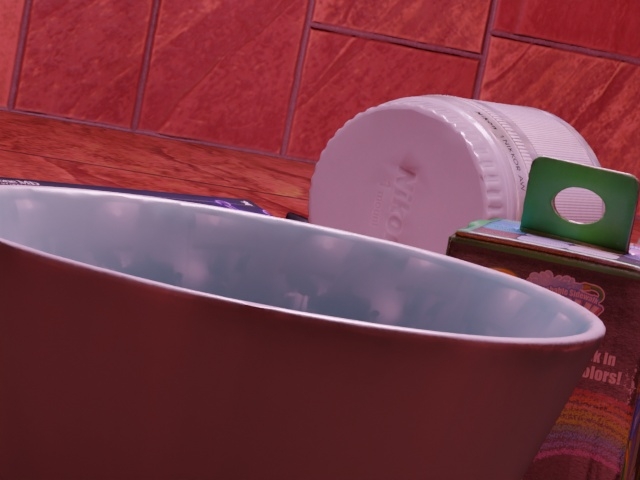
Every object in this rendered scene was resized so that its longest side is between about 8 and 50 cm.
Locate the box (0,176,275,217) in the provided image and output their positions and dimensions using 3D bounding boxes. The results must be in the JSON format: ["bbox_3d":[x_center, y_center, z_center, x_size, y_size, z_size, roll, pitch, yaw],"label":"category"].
[{"bbox_3d":[-0.113,0.037,1.224,0.261,0.103,0.184,4,17,-41],"label":"box"}]

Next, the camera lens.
[{"bbox_3d":[0.142,-0.030,1.772,0.219,0.219,0.274,15,8,32],"label":"camera lens"}]

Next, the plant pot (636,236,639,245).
[{"bbox_3d":[0.386,0.066,1.235,0.280,0.323,0.323,27,4,-10],"label":"plant pot"}]

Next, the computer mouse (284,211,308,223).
[{"bbox_3d":[0.000,0.000,2.095,0.071,0.041,0.242,21,2,11],"label":"computer mouse"}]

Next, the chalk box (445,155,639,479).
[{"bbox_3d":[0.144,0.057,1.103,0.132,0.213,0.132,13,7,15],"label":"chalk box"}]

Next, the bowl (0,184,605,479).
[{"bbox_3d":[-0.039,0.082,0.829,0.311,0.163,0.311,11,8,-2],"label":"bowl"}]
